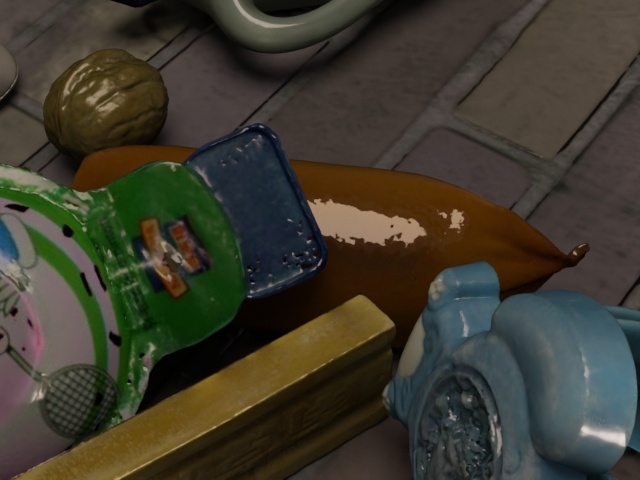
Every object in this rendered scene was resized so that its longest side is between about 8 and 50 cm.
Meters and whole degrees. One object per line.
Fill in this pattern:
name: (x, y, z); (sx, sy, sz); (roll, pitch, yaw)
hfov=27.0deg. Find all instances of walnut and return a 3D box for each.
walnut: (-0.148, -0.090, 0.921); (0.092, 0.092, 0.092); (0, 50, 0)

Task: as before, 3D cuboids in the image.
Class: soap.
soap: (-0.070, 0.120, 0.737); (0.252, 0.092, 0.037); (-28, 53, -21)

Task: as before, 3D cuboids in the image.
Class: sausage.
sausage: (0.001, 0.006, 0.824); (0.328, 0.112, 0.112); (6, 51, 6)

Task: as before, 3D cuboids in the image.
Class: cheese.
cheese: (-0.156, 0.037, 0.758); (0.320, 0.083, 0.204); (-24, 89, 4)

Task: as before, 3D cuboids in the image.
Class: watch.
watch: (0.152, 0.110, 0.705); (0.193, 0.211, 0.211); (7, 47, -21)

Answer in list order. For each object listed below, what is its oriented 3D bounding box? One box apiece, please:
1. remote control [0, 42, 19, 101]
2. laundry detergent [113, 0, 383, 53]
remote control: (-0.317, -0.086, 0.942); (0.229, 0.044, 0.073); (-33, 60, -25)
laundry detergent: (-0.039, -0.234, 1.022); (0.280, 0.105, 0.215); (-30, 64, -24)
